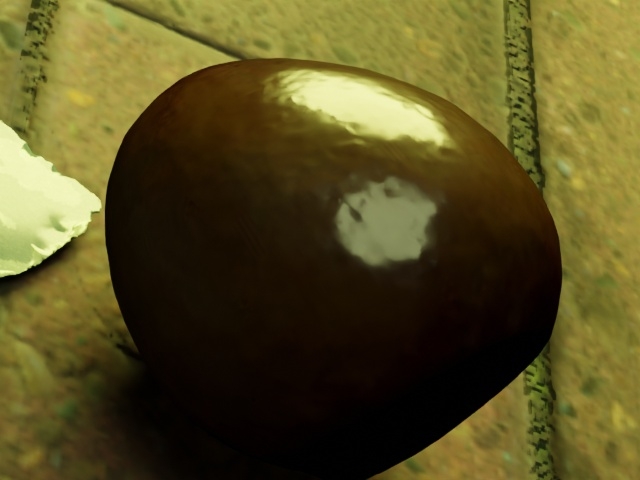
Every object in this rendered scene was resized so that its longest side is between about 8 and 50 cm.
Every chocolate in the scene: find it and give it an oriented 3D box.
[{"bbox_3d":[0.000,0.000,0.737,0.177,0.177,0.176,21,44,-21],"label":"chocolate"}]

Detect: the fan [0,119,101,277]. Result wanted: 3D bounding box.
[{"bbox_3d":[-0.195,-0.043,0.741,0.240,0.009,0.131,24,43,-17],"label":"fan"}]
